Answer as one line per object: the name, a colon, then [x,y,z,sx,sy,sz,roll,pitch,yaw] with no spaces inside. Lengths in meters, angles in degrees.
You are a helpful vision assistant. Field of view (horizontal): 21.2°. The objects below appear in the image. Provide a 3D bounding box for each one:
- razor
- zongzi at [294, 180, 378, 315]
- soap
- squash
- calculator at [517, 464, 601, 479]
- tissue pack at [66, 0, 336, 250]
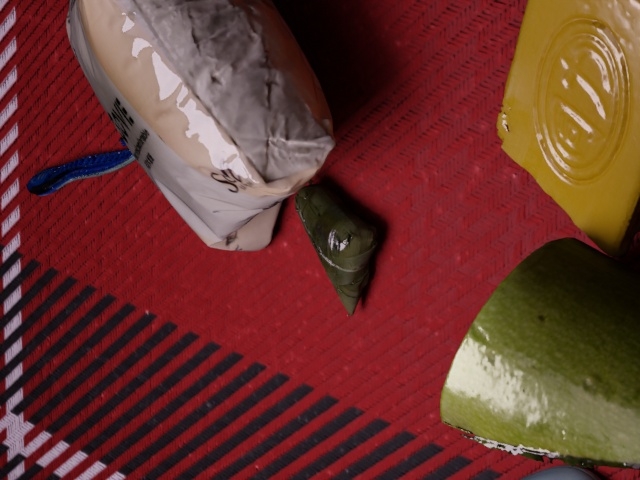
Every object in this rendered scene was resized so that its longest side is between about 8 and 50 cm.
razor: [-0.298,-0.107,2.274,0.056,0.093,0.324,41,144,-20]
zongzi: [0.000,0.000,2.016,0.154,0.062,0.130,42,142,34]
soap: [0.272,-0.151,1.586,0.204,0.096,0.324,48,153,26]
squash: [0.312,0.149,1.627,0.309,0.234,0.210,35,125,25]
calculator: [0.263,0.345,1.876,0.299,0.041,0.185,-31,81,47]
tissue pack: [-0.146,-0.179,1.962,0.390,0.195,0.375,55,161,2]
